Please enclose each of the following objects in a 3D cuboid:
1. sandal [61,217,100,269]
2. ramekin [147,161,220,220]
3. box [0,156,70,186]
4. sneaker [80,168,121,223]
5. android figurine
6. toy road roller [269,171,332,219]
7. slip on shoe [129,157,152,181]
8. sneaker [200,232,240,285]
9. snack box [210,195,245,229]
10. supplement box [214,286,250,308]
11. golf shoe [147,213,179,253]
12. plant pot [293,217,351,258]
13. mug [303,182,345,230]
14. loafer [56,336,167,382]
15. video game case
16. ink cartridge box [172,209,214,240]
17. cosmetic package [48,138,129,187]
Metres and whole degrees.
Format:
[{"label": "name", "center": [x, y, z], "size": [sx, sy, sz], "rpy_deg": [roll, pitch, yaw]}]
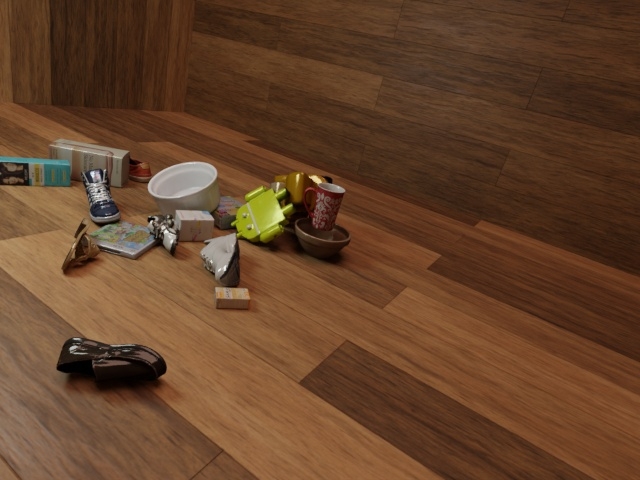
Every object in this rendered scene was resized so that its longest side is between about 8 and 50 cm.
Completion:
[{"label": "sandal", "center": [-0.713, 0.014, 1.253], "size": [0.079, 0.088, 0.240], "rpy_deg": [28, 21, -31]}, {"label": "ramekin", "center": [-0.548, -0.198, 1.685], "size": [0.277, 0.135, 0.277], "rpy_deg": [-4, 39, 3]}, {"label": "box", "center": [-1.159, -0.277, 1.661], "size": [0.244, 0.100, 0.060], "rpy_deg": [-4, 29, -37]}, {"label": "sneaker", "center": [-0.820, -0.174, 1.523], "size": [0.099, 0.153, 0.282], "rpy_deg": [-14, 31, -30]}, {"label": "android figurine", "center": [-0.233, -0.101, 1.640], "size": [0.248, 0.273, 0.056], "rpy_deg": [67, 9, 29]}, {"label": "toy road roller", "center": [-0.112, -0.201, 1.789], "size": [0.329, 0.202, 0.240], "rpy_deg": [1, -10, 25]}, {"label": "slip on shoe", "center": [-0.976, -0.380, 2.020], "size": [0.331, 0.101, 0.123], "rpy_deg": [19, 24, 15]}, {"label": "sneaker", "center": [-0.333, 0.070, 1.355], "size": [0.129, 0.111, 0.297], "rpy_deg": [-7, 22, -9]}, {"label": "snack box", "center": [-0.415, -0.125, 1.783], "size": [0.207, 0.070, 0.174], "rpy_deg": [29, 27, 37]}, {"label": "supplement box", "center": [-0.261, 0.170, 1.208], "size": [0.098, 0.036, 0.062], "rpy_deg": [5, 23, -21]}, {"label": "golf shoe", "center": [-0.551, -0.022, 1.421], "size": [0.094, 0.077, 0.198], "rpy_deg": [6, 30, -36]}, {"label": "plant pot", "center": [0.000, 0.000, 1.677], "size": [0.237, 0.110, 0.237], "rpy_deg": [12, 23, -5]}, {"label": "mug", "center": [0.011, -0.140, 1.648], "size": [0.150, 0.169, 0.113], "rpy_deg": [24, 24, 24]}, {"label": "loafer", "center": [-0.432, 0.263, 0.845], "size": [0.220, 0.080, 0.078], "rpy_deg": [8, 32, -1]}, {"label": "video game case", "center": [-0.672, -0.009, 1.410], "size": [0.193, 0.023, 0.212], "rpy_deg": [15, 22, 2]}, {"label": "ink cartridge box", "center": [-0.487, -0.056, 1.545], "size": [0.143, 0.090, 0.092], "rpy_deg": [-1, 26, -31]}, {"label": "cosmetic package", "center": [-1.032, -0.346, 1.839], "size": [0.296, 0.153, 0.129], "rpy_deg": [7, 25, -13]}]
